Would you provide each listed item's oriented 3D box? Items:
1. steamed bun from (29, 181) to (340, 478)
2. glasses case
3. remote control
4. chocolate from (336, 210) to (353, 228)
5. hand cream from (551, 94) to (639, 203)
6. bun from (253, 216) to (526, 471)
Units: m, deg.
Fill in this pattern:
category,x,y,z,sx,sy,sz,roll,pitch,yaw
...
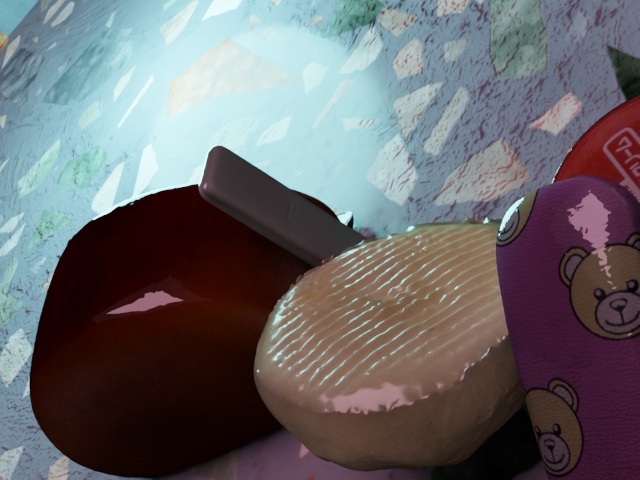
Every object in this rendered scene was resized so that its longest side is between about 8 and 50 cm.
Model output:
category,x,y,z,sx,sy,sz,roll,pitch,yaw
steamed bun,-0.158,0.086,1.180,0.379,0.248,0.235,-29,39,31
glasses case,0.206,0.111,0.774,0.123,0.076,0.316,-23,79,45
remote control,-0.010,-0.004,1.083,0.029,0.261,0.067,-36,33,38
chocolate,0.000,0.000,1.269,0.101,0.031,0.064,-20,27,32
hand cream,0.288,-0.017,0.873,0.193,0.125,0.193,-31,38,28
bun,0.085,0.099,0.958,0.287,0.146,0.287,-16,25,8
